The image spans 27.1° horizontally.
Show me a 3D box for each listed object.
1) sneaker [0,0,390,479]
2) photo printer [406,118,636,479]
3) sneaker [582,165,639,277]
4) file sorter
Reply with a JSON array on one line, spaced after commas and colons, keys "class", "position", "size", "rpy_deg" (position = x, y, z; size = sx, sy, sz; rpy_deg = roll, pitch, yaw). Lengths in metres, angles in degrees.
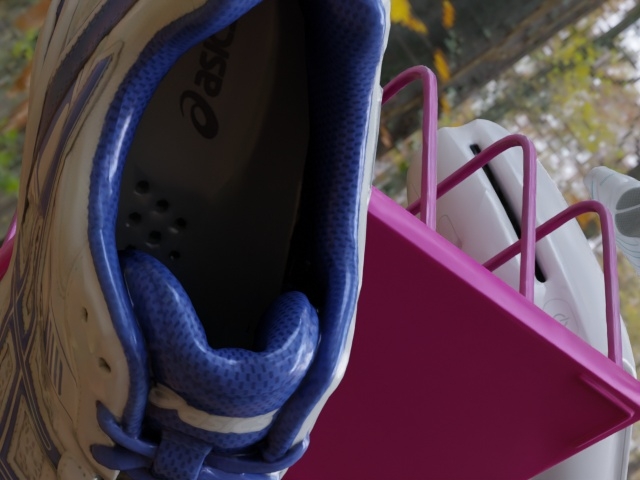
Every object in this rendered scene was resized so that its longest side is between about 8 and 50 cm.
[{"class": "sneaker", "position": [-0.052, 0.043, 0.378], "size": [0.131, 0.112, 0.296], "rpy_deg": [-139, -124, -68]}, {"class": "photo printer", "position": [0.145, 0.080, 0.996], "size": [0.307, 0.107, 0.256], "rpy_deg": [80, -7, -47]}, {"class": "sneaker", "position": [0.267, -0.013, 1.109], "size": [0.152, 0.054, 0.061], "rpy_deg": [49, 1, -44]}, {"class": "file sorter", "position": [0.000, 0.000, 0.726], "size": [0.291, 0.202, 0.182], "rpy_deg": [35, 39, -23]}]
